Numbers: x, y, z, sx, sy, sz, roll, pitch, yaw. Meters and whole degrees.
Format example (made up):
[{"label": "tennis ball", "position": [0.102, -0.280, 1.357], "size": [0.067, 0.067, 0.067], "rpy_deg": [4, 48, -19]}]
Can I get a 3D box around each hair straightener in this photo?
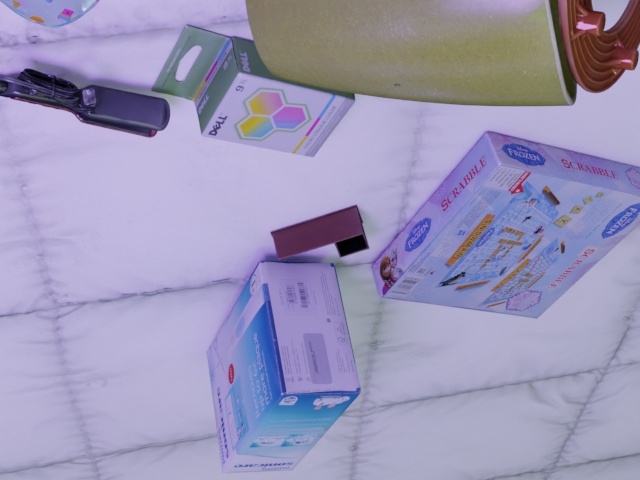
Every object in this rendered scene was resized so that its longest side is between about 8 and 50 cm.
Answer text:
[{"label": "hair straightener", "position": [-0.272, -0.167, 1.164], "size": [0.230, 0.047, 0.089], "rpy_deg": [16, 167, -26]}]

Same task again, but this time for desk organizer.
[{"label": "desk organizer", "position": [0.000, 0.000, 1.500], "size": [0.130, 0.050, 0.047], "rpy_deg": [-17, 145, 4]}]

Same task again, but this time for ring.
[{"label": "ring", "position": [0.294, -0.305, 0.984], "size": [0.032, 0.337, 0.336], "rpy_deg": [14, 156, 28]}]

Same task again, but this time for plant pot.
[{"label": "plant pot", "position": [0.086, -0.248, 1.039], "size": [0.293, 0.275, 0.275], "rpy_deg": [-7, 148, 19]}]

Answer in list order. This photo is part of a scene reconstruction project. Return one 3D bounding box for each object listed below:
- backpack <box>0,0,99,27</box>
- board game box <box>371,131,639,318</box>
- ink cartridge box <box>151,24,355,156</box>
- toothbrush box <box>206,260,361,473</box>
[{"label": "backpack", "position": [-0.275, -0.281, 0.958], "size": [0.152, 0.115, 0.182], "rpy_deg": [-31, 144, 18]}, {"label": "board game box", "position": [0.290, -0.009, 1.578], "size": [0.318, 0.066, 0.319], "rpy_deg": [10, 138, -30]}, {"label": "ink cartridge box", "position": [-0.078, -0.169, 1.228], "size": [0.209, 0.062, 0.109], "rpy_deg": [9, 140, -29]}, {"label": "toothbrush box", "position": [-0.065, 0.196, 1.589], "size": [0.126, 0.216, 0.295], "rpy_deg": [2, 147, -22]}]
